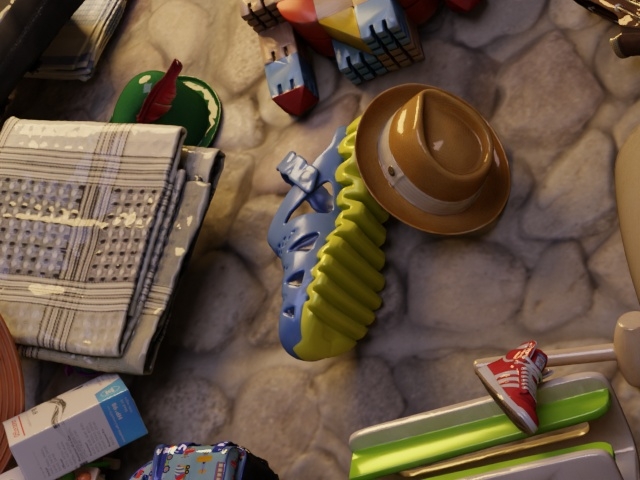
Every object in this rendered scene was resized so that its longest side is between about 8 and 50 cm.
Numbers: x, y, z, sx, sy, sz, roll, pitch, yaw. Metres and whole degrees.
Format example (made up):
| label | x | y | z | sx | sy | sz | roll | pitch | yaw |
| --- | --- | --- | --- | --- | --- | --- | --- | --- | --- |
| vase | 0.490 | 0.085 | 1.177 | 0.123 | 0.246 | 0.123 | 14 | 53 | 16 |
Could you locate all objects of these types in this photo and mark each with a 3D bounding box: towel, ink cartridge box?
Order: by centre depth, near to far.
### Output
| label | x | y | z | sx | sy | sz | roll | pitch | yaw |
| --- | --- | --- | --- | --- | --- | --- | --- | --- | --- |
| ink cartridge box | -0.294 | 0.219 | 1.645 | 0.180 | 0.060 | 0.104 | -25 | 14 | -12 |
| towel | -0.298 | -0.005 | 1.758 | 0.324 | 0.056 | 0.312 | 8 | 65 | 21 |
| towel | -0.356 | -0.350 | 2.115 | 0.209 | 0.034 | 0.285 | 5 | 62 | 33 |

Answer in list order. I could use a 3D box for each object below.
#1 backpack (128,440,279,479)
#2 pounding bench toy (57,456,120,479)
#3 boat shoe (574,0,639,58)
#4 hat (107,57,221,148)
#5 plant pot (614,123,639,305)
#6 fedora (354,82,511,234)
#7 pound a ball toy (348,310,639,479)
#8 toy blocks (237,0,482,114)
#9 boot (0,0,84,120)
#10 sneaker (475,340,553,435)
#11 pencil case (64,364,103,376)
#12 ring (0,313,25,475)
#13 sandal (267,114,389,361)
| label | x | y | z | sx | sy | sz | roll | pitch | yaw |
| --- | --- | --- | --- | --- | --- | --- | --- | --- | --- |
| backpack | -0.149 | 0.292 | 1.549 | 0.173 | 0.117 | 0.158 | -3 | 59 | 30 |
| pounding bench toy | -0.261 | 0.274 | 1.650 | 0.052 | 0.065 | 0.083 | -1 | 60 | 27 |
| boat shoe | 0.371 | -0.236 | 1.632 | 0.095 | 0.095 | 0.257 | -48 | 43 | 12 |
| hat | -0.236 | -0.191 | 1.852 | 0.208 | 0.183 | 0.173 | -23 | 52 | 14 |
| plant pot | 0.390 | -0.012 | 1.394 | 0.256 | 0.256 | 0.274 | -32 | 36 | 6 |
| fedora | 0.133 | -0.103 | 1.617 | 0.194 | 0.079 | 0.194 | 7 | 63 | -13 |
| pound a ball toy | 0.192 | 0.212 | 1.430 | 0.319 | 0.136 | 0.208 | -17 | 29 | 18 |
| toy blocks | 0.046 | -0.320 | 1.813 | 0.381 | 0.191 | 0.261 | -20 | 65 | 16 |
| boot | -0.537 | -0.208 | 2.014 | 0.367 | 0.146 | 0.445 | 15 | 71 | 47 |
| sneaker | 0.194 | 0.135 | 1.368 | 0.067 | 0.042 | 0.118 | -32 | 25 | -2 |
| pencil case | -0.296 | 0.092 | 1.783 | 0.070 | 0.064 | 0.151 | -20 | 51 | -7 |
| ring | -0.493 | 0.166 | 1.753 | 0.336 | 0.032 | 0.336 | 4 | 100 | 22 |
| sandal | 0.000 | 0.000 | 1.658 | 0.138 | 0.126 | 0.317 | -7 | 49 | 28 |
